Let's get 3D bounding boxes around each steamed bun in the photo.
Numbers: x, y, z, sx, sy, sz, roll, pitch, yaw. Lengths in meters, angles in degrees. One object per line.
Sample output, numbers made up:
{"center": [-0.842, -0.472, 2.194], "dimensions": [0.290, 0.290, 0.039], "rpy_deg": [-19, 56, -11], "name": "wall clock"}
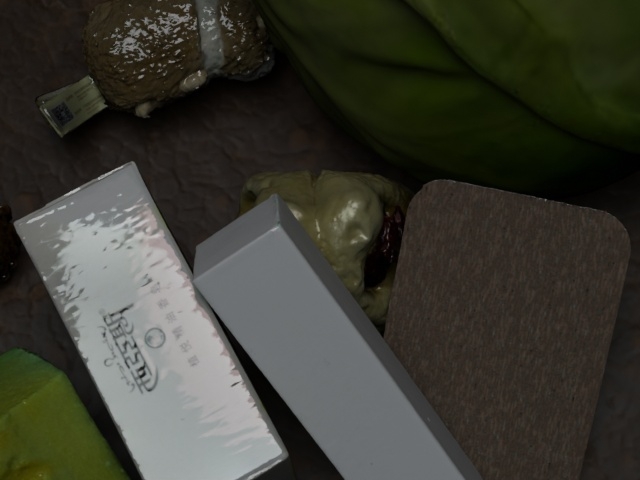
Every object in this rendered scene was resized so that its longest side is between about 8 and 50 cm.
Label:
{"center": [0.000, 0.000, 1.329], "dimensions": [0.172, 0.155, 0.141], "rpy_deg": [-1, 75, 3], "name": "steamed bun"}

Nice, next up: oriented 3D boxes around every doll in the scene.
{"center": [-0.139, -0.161, 1.409], "dimensions": [0.221, 0.105, 0.115], "rpy_deg": [-23, 116, 3], "name": "doll"}

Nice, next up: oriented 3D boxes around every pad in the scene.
{"center": [0.136, 0.091, 1.307], "dimensions": [0.176, 0.002, 0.266], "rpy_deg": [11, 105, 4], "name": "pad"}

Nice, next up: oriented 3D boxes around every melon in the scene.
{"center": [-0.286, 0.217, 1.225], "dimensions": [0.323, 0.124, 0.196], "rpy_deg": [-31, 80, -42], "name": "melon"}

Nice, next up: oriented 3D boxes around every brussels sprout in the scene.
{"center": [0.163, -0.212, 1.287], "dimensions": [0.425, 0.342, 0.361], "rpy_deg": [-25, 92, 10], "name": "brussels sprout"}

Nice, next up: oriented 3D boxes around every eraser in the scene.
{"center": [0.020, 0.110, 1.255], "dimensions": [0.078, 0.076, 0.298], "rpy_deg": [-33, 108, 9], "name": "eraser"}

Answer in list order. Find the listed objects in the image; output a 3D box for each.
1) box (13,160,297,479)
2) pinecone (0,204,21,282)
{"center": [-0.121, 0.096, 1.286], "dimensions": [0.111, 0.194, 0.260], "rpy_deg": [-26, 76, -5], "name": "box"}
{"center": [-0.300, -0.010, 1.379], "dimensions": [0.102, 0.102, 0.109], "rpy_deg": [-16, 64, -2], "name": "pinecone"}
